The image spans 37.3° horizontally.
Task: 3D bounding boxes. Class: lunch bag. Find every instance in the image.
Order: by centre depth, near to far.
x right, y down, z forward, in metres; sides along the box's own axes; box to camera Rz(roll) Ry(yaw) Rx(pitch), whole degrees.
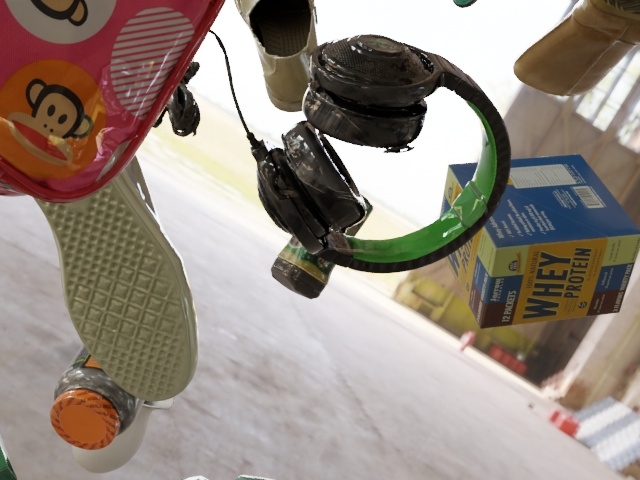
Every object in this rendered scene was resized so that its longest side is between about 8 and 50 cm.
[{"bbox_3d":[-0.189,-0.187,0.517,0.293,0.258,0.120,38,-17,-33],"label":"lunch bag"}]

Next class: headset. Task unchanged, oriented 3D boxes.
[{"bbox_3d":[0.019,-0.089,0.945,0.394,0.243,0.185,23,26,-24],"label":"headset"}]

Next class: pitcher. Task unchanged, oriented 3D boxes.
[{"bbox_3d":[-0.401,0.326,1.792,0.178,0.207,0.125,39,21,0],"label":"pitcher"}]

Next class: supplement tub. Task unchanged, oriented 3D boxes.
[{"bbox_3d":[-0.294,0.193,1.319,0.117,0.117,0.190,31,32,-6],"label":"supplement tub"}]

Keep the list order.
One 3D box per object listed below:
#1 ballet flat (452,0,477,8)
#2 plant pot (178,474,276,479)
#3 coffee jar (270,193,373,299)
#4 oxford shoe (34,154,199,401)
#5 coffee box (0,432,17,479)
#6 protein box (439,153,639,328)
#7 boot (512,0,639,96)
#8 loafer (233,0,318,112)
[{"bbox_3d":[0.156,-0.275,0.903,0.041,0.114,0.041,15,10,-3],"label":"ballet flat"},{"bbox_3d":[-0.055,0.378,0.701,0.341,0.334,0.341,17,5,-1],"label":"plant pot"},{"bbox_3d":[0.000,0.000,1.496,0.079,0.184,0.096,35,-6,-33],"label":"coffee jar"},{"bbox_3d":[-0.265,-0.009,1.213,0.130,0.169,0.449,-61,130,-74],"label":"oxford shoe"},{"bbox_3d":[-0.506,0.290,1.332,0.184,0.113,0.040,47,-22,42],"label":"coffee box"},{"bbox_3d":[0.287,-0.004,1.287,0.201,0.136,0.200,-5,38,-11],"label":"protein box"},{"bbox_3d":[0.429,-0.274,1.340,0.236,0.089,0.269,21,-17,-4],"label":"boot"},{"bbox_3d":[-0.049,-0.284,1.153,0.092,0.102,0.268,88,-15,-63],"label":"loafer"}]
